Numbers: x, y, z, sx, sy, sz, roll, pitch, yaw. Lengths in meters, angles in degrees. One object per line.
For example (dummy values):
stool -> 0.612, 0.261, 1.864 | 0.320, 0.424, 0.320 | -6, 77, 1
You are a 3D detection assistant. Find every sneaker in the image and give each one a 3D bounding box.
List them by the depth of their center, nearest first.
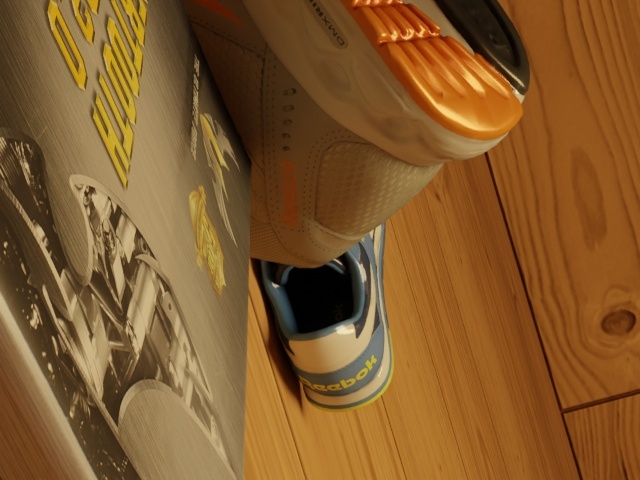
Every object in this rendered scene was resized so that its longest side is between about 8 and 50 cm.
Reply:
sneaker -> -0.053, -0.103, 0.626 | 0.099, 0.121, 0.262 | -8, 59, -52
sneaker -> 0.000, 0.000, 0.833 | 0.059, 0.053, 0.144 | 54, 21, -58

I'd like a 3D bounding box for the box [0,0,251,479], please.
box -> -0.072, -0.023, 0.447 | 0.231, 0.056, 0.183 | -91, 162, -56
